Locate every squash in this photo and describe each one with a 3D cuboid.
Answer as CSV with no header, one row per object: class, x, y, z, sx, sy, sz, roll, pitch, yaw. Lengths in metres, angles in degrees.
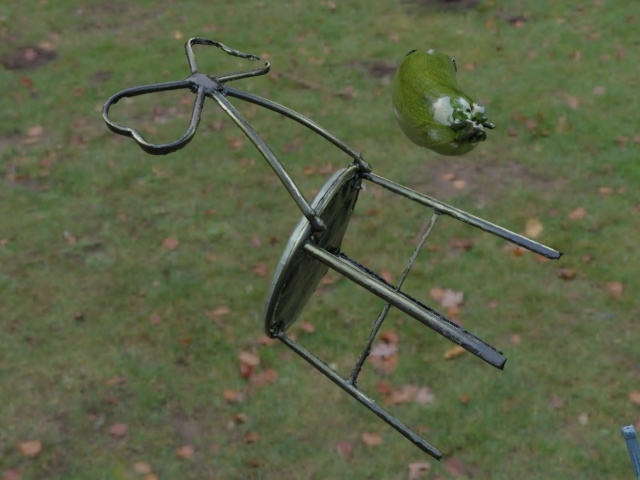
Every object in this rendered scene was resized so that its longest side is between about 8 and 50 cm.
squash,0.111,-0.140,1.088,0.080,0.071,0.318,17,20,-6

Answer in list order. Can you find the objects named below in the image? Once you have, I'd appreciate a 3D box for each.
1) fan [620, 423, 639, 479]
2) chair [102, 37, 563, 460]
fan,0.364,0.291,1.212,0.016,0.193,0.038,-16,11,10
chair,0.000,0.000,0.816,0.325,0.170,0.160,29,45,10
